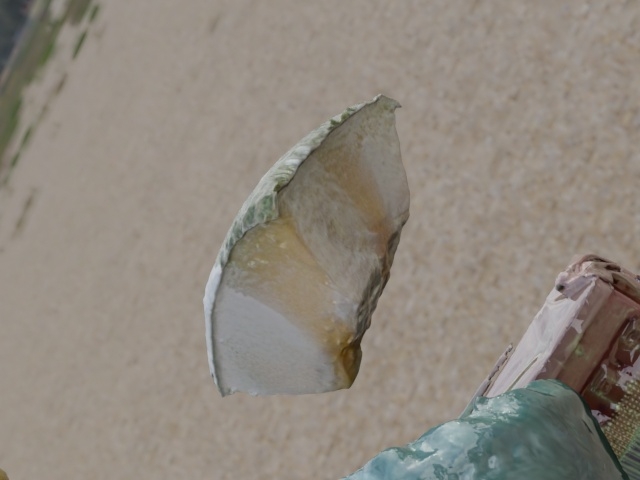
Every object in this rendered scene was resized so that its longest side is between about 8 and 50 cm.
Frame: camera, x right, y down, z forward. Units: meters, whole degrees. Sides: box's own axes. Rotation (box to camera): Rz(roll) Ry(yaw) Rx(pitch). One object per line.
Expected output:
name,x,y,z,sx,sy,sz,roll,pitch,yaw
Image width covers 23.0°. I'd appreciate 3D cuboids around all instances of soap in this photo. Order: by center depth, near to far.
soap,0.181,0.158,1.062,0.273,0.218,0.098,-59,5,9

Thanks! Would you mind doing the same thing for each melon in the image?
melon,-0.004,-0.002,0.883,0.202,0.093,0.139,-65,-21,-9

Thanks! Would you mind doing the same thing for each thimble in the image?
thimble,0.088,0.179,0.890,0.198,0.143,0.235,-28,-15,0

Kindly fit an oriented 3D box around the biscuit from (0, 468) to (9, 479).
biscuit,-0.197,0.167,0.779,0.183,0.061,0.118,-21,-58,-61
